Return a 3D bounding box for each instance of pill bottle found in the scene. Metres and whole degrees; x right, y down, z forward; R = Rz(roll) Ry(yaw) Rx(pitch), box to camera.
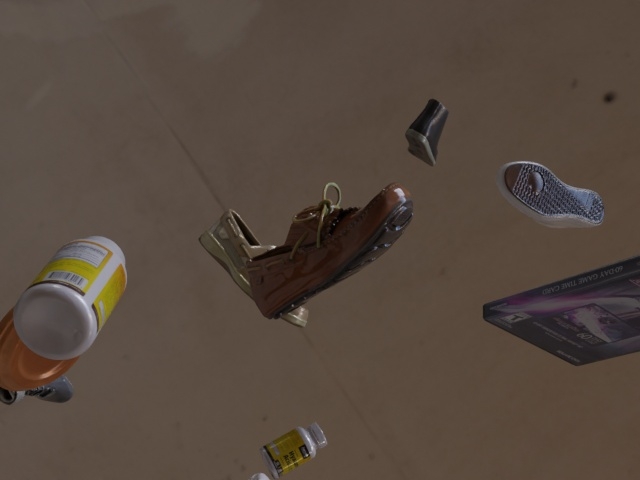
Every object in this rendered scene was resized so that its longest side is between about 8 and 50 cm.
[{"bbox_3d":[-0.049,0.384,1.706,0.065,0.116,0.065,56,-15,23],"label":"pill bottle"},{"bbox_3d":[-0.354,0.073,1.347,0.117,0.117,0.215,55,18,-17],"label":"pill bottle"}]

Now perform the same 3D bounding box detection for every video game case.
[{"bbox_3d":[0.354,0.078,1.053,0.196,0.274,0.026,27,56,-35],"label":"video game case"}]

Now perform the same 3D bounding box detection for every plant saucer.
[{"bbox_3d":[-0.442,0.162,1.490,0.037,0.200,0.200,33,-11,27],"label":"plant saucer"}]

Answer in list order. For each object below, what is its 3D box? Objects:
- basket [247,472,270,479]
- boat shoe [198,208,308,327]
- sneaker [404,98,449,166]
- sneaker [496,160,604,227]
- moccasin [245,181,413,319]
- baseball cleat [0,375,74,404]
[{"bbox_3d":[-0.172,0.790,2.163,0.266,0.331,0.328,43,10,-7],"label":"basket"},{"bbox_3d":[-0.114,0.049,1.765,0.302,0.098,0.109,43,4,35],"label":"boat shoe"},{"bbox_3d":[0.281,-0.268,2.335,0.083,0.118,0.222,33,-5,15],"label":"sneaker"},{"bbox_3d":[0.430,-0.076,1.843,0.290,0.106,0.123,19,-18,-34],"label":"sneaker"},{"bbox_3d":[0.002,-0.001,1.464,0.147,0.139,0.380,60,-37,3],"label":"moccasin"},{"bbox_3d":[-0.519,0.259,1.627,0.206,0.072,0.109,40,22,-39],"label":"baseball cleat"}]
